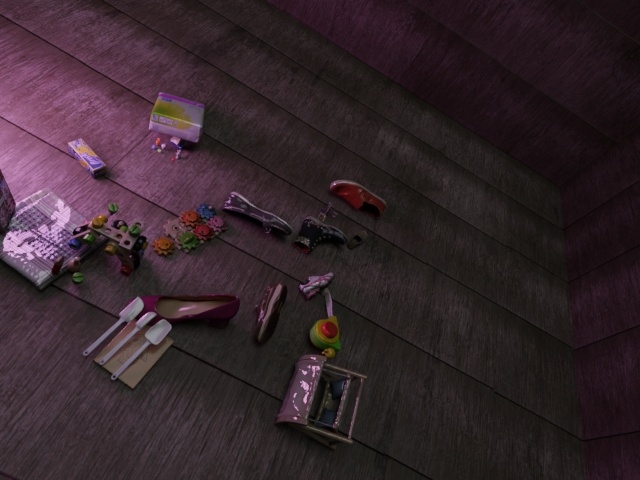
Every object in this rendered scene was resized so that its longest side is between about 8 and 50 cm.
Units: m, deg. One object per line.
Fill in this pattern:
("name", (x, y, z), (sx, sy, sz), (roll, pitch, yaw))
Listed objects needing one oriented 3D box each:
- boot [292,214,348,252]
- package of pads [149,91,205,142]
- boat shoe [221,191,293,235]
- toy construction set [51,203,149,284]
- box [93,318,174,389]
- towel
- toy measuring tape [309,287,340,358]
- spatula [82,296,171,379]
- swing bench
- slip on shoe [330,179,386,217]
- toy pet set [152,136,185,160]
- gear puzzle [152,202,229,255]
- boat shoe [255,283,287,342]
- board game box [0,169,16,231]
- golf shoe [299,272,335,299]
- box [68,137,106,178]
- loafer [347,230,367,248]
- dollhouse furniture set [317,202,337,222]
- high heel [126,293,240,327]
("boot", (-0.001, 0.001, 1.960), (0.236, 0.085, 0.179), (28, 52, 1))
("package of pads", (-0.662, -0.579, 1.952), (0.229, 0.101, 0.297), (12, 34, -20))
("boat shoe", (-0.287, -0.093, 1.869), (0.335, 0.112, 0.096), (31, 67, 2))
("toy construction set", (-0.747, 0.008, 1.429), (0.258, 0.237, 0.309), (53, 46, -5))
("box", (-0.631, 0.375, 1.412), (0.164, 0.021, 0.201), (36, 50, -1))
("towel", (-0.987, -0.024, 1.479), (0.324, 0.056, 0.312), (37, 49, 1))
("toy measuring tape", (0.006, 0.333, 1.723), (0.121, 0.121, 0.330), (10, 46, -22))
("spatula", (-0.639, 0.327, 1.379), (0.168, 0.019, 0.242), (41, 64, 1))
("swing bench", (0.003, 0.578, 1.511), (0.254, 0.165, 0.253), (27, 50, -8))
("slip on shoe", (0.200, -0.221, 2.199), (0.331, 0.123, 0.101), (26, 54, -16))
("toy pet set", (-0.691, -0.436, 1.929), (0.122, 0.065, 0.114), (33, 84, 0))
("gear puzzle", (-0.551, -0.047, 1.728), (0.175, 0.044, 0.339), (46, 50, 8))
("boat shoe", (-0.216, 0.287, 1.661), (0.095, 0.095, 0.258), (7, 50, 19))
("board game box", (-1.153, -0.175, 1.305), (0.231, 0.291, 0.141), (0, 47, -16))
("golf shoe", (-0.011, 0.182, 1.839), (0.186, 0.067, 0.086), (-31, 74, -38))
("box", (-0.959, -0.337, 1.709), (0.169, 0.054, 0.059), (46, 50, 7))
("loafer", (0.194, -0.008, 2.087), (0.056, 0.050, 0.148), (44, 50, 5))
("dollhouse furniture set", (0.039, -0.129, 2.068), (0.090, 0.081, 0.114), (30, 50, -6))
("high heel", (-0.483, 0.221, 1.483), (0.376, 0.181, 0.127), (9, 46, -24))
